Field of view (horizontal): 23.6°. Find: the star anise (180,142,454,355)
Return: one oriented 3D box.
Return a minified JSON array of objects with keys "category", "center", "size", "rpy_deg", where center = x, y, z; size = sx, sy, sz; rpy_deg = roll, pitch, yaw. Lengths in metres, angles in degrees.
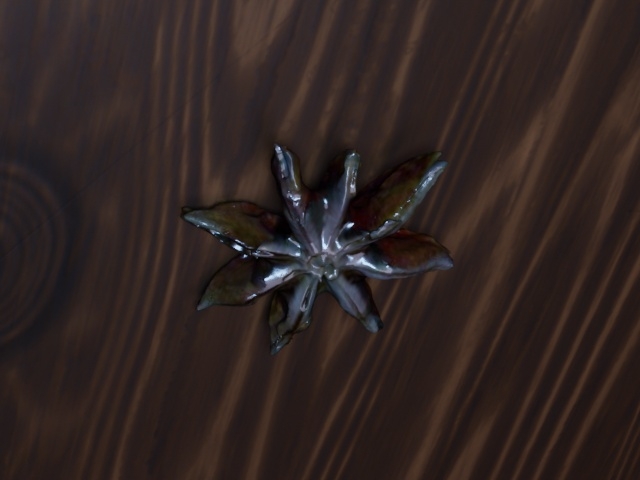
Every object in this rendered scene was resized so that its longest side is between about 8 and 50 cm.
[{"category":"star anise","center":[0.000,-0.001,1.484],"size":[0.288,0.088,0.288],"rpy_deg":[-7,134,-7]}]
